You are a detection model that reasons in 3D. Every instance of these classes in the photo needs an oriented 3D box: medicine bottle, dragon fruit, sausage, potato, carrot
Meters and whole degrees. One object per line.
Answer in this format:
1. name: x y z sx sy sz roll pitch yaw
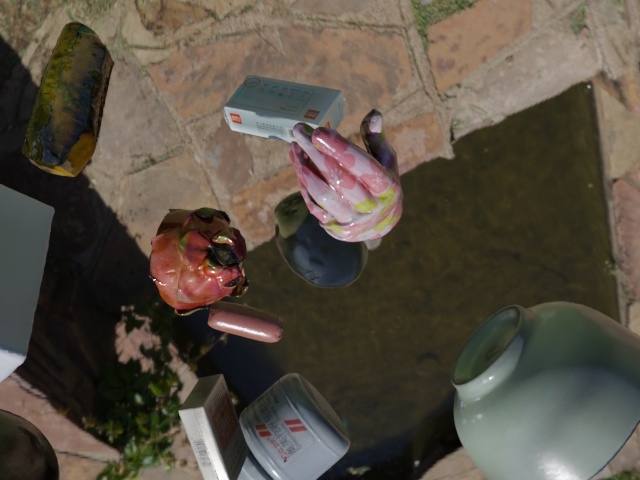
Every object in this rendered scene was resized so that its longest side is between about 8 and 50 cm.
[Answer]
1. medicine bottle: -0.107 0.509 1.591 0.306 0.245 0.245 -41 127 -1
2. dragon fruit: -0.304 0.052 1.759 0.225 0.306 0.306 -3 131 15
3. sausage: -0.149 0.163 1.292 0.154 0.062 0.062 15 123 -4
4. potato: 0.000 0.000 1.934 0.243 0.221 0.327 -37 103 -35
5. carrot: -0.295 -0.164 0.762 0.082 0.082 0.173 20 80 -26

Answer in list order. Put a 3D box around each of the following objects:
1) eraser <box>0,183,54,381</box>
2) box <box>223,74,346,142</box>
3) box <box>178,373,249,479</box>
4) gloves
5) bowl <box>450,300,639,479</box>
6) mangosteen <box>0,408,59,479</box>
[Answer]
1. eraser: -0.258 -0.006 0.336 0.210 0.125 0.068 28 124 -35
2. box: -0.085 -0.309 1.520 0.269 0.135 0.079 15 146 23
3. box: -0.220 0.403 1.347 0.058 0.141 0.201 -14 103 12
4. gloves: 0.045 -0.079 0.867 0.145 0.126 0.241 -22 161 14
5. bowl: 0.342 0.230 1.064 0.185 0.354 0.354 40 113 -3
6. mangosteen: -0.628 0.407 1.002 0.435 0.382 0.382 39 113 -3
